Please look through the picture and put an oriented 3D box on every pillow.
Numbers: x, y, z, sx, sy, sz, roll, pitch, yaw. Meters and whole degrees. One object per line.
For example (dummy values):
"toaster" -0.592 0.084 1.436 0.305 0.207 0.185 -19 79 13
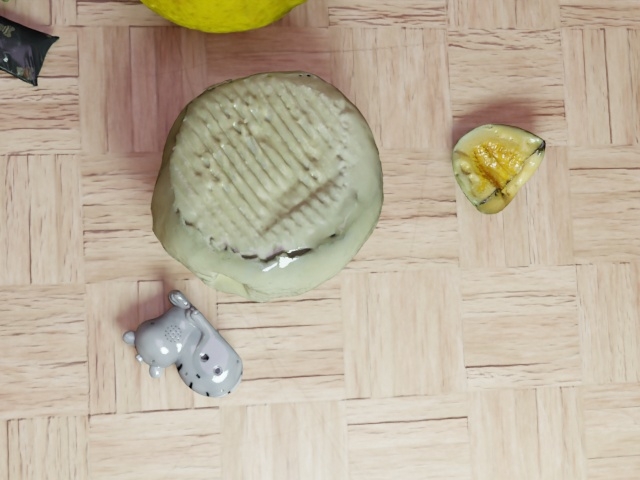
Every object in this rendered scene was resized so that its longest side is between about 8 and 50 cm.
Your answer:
"pillow" -0.481 -0.298 1.659 0.150 0.048 0.090 22 85 -6

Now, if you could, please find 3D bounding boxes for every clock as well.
"clock" -0.204 0.175 1.659 0.117 0.080 0.176 -43 93 -11

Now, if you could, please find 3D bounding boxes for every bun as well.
"bun" -0.079 -0.069 1.629 0.359 0.211 0.360 2 68 -6

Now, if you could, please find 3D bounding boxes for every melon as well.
"melon" 0.278 -0.121 1.780 0.160 0.079 0.128 -43 76 -10

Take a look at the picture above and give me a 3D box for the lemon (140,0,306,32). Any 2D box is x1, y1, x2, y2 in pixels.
"lemon" -0.143 -0.472 1.587 0.387 0.350 0.350 36 80 3
